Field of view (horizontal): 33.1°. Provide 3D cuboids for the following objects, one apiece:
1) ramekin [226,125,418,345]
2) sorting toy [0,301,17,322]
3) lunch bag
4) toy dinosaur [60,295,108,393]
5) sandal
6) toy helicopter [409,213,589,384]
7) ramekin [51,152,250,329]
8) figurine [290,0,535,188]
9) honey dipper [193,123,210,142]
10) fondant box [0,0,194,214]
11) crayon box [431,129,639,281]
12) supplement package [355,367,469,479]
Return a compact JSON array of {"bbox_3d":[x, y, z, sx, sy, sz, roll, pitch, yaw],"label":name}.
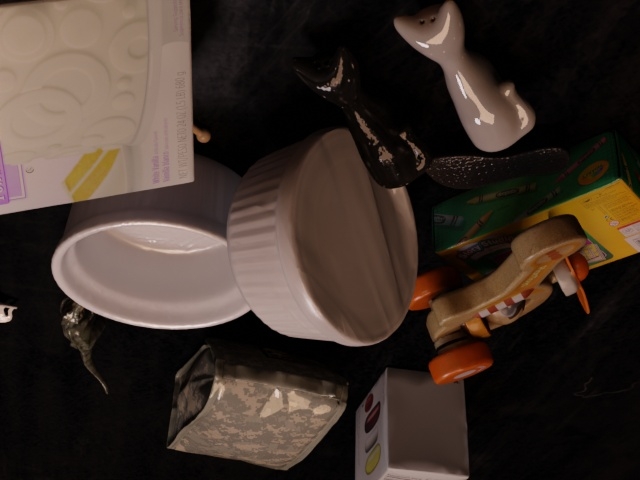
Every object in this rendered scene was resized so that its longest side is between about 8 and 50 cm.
[{"bbox_3d":[0.000,0.000,1.326,0.127,0.272,0.273,-9,147,36],"label":"ramekin"},{"bbox_3d":[-0.529,0.113,1.725,0.075,0.044,0.083,10,147,-25],"label":"sorting toy"},{"bbox_3d":[-0.108,0.267,1.823,0.235,0.169,0.287,15,150,-19],"label":"lunch bag"},{"bbox_3d":[-0.361,0.129,1.665,0.064,0.118,0.268,0,148,3],"label":"toy dinosaur"},{"bbox_3d":[0.220,-0.103,1.346,0.179,0.040,0.067,-6,146,8],"label":"sandal"},{"bbox_3d":[0.254,0.051,1.333,0.235,0.140,0.355,-15,162,-14],"label":"toy helicopter"},{"bbox_3d":[-0.208,-0.002,1.439,0.277,0.135,0.277,2,148,1],"label":"ramekin"},{"bbox_3d":[0.105,-0.171,1.210,0.215,0.092,0.209,-19,138,27],"label":"figurine"},{"bbox_3d":[-0.189,-0.161,1.293,0.030,0.030,0.161,-20,145,30],"label":"honey dipper"},{"bbox_3d":[-0.299,-0.151,1.093,0.330,0.096,0.238,-10,130,-17],"label":"fondant box"},{"bbox_3d":[0.307,-0.025,1.423,0.278,0.081,0.165,-23,139,34],"label":"crayon box"},{"bbox_3d":[0.158,0.362,1.930,0.149,0.194,0.203,9,146,-12],"label":"supplement package"}]
